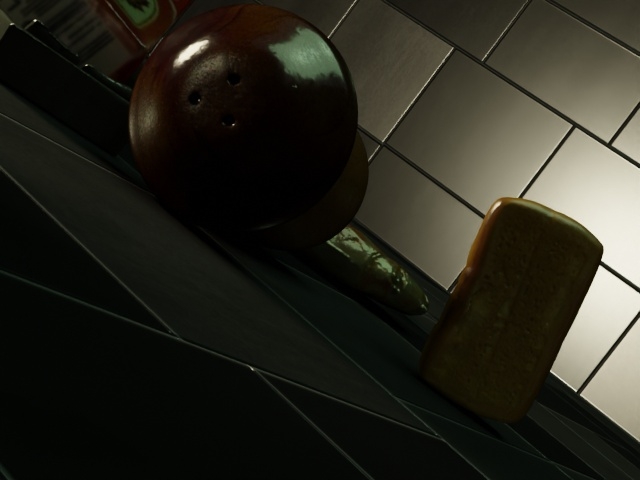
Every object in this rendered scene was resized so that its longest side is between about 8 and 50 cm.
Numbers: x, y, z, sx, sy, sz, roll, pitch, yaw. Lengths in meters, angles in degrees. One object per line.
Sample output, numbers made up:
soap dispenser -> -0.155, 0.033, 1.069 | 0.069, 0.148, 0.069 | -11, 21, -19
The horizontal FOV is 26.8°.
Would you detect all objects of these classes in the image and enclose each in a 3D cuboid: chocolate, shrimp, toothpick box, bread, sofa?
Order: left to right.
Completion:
sofa -> -0.226, -0.144, 1.167 | 0.147, 0.060, 0.085 | 34, 4, -31
chocolate -> -0.237, -0.270, 1.289 | 0.237, 0.108, 0.235 | 50, 26, -15
toothpick box -> -0.050, -0.084, 1.181 | 0.192, 0.192, 0.294 | 38, -3, 14
shrimp -> -0.001, 0.001, 1.518 | 0.294, 0.062, 0.154 | 39, -9, -15
bread -> 0.172, 0.063, 1.231 | 0.116, 0.200, 0.077 | 25, 5, 0

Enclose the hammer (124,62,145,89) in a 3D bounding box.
hammer -> -0.215, -0.180, 1.404 | 0.440, 0.044, 0.168 | 37, 33, -38
